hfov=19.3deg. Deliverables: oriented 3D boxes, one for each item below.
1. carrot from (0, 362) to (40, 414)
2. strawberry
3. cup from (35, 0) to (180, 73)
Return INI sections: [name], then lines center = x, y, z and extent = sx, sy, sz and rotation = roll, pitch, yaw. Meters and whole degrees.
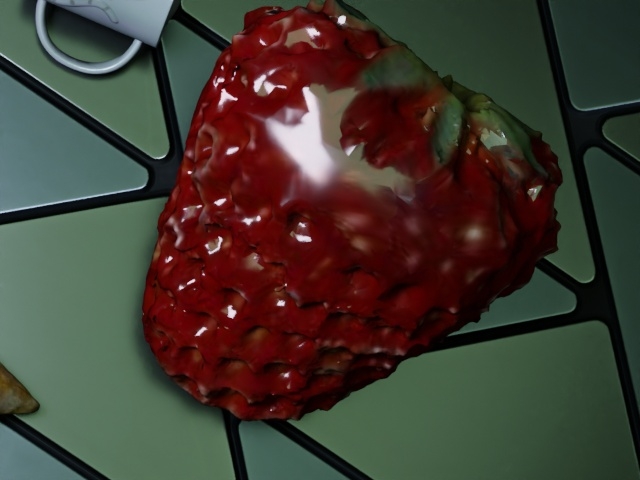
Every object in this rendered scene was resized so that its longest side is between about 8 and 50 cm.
[carrot]
center = -0.353, 0.090, 1.549
extent = 0.263, 0.102, 0.101
rotation = 24, 79, -11
[strawberry]
center = 0.000, 0.000, 1.528
extent = 0.317, 0.295, 0.345
rotation = 30, 97, -39
[cup]
center = -0.186, -0.217, 1.604
extent = 0.133, 0.099, 0.136
rotation = 23, 79, -6
